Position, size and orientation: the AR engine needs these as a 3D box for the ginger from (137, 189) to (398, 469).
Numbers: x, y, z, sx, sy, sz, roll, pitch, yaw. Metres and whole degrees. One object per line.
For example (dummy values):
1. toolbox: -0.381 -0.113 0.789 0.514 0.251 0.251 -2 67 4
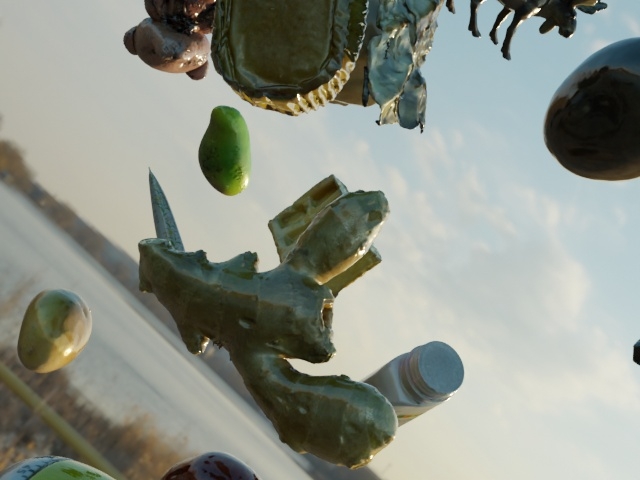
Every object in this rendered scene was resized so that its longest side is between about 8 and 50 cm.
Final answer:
1. ginger: -0.069 0.123 1.440 0.122 0.348 0.363 28 56 -69

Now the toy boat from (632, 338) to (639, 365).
1. toy boat: 0.592 0.197 1.828 0.140 0.066 0.059 11 -74 43

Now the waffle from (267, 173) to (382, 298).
1. waffle: 0.000 0.000 1.948 0.057 0.168 0.274 49 12 -35

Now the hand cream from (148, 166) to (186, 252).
1. hand cream: -0.256 -0.029 1.814 0.067 0.042 0.195 70 3 -64

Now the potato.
1. potato: -0.509 0.167 2.092 0.234 0.146 0.150 -139 -147 -76

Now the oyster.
1. oyster: 0.139 -0.321 1.633 0.107 0.355 0.201 -11 -26 26

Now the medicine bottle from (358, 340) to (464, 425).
1. medicine bottle: 0.160 0.308 2.223 0.324 0.179 0.124 -41 -121 54

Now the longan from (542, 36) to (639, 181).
1. longan: 0.618 -0.260 2.222 0.288 0.350 0.288 39 30 -28

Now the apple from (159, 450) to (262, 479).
1. apple: -0.182 0.471 1.883 0.234 0.234 0.234 42 -9 8

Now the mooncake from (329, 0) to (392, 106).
1. mooncake: 0.067 -0.460 2.289 0.200 0.379 0.378 24 2 -29

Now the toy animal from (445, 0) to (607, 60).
1. toy animal: 0.309 -0.349 1.576 0.214 0.186 0.094 26 25 -29

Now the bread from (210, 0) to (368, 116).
1. bread: -0.045 -0.315 1.614 0.227 0.254 0.142 9 1 11

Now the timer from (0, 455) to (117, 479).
1. timer: -0.298 0.419 1.363 0.285 0.285 0.285 42 -9 8

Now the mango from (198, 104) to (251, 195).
1. mango: -0.224 -0.212 2.555 0.111 0.125 0.233 -125 -156 -52

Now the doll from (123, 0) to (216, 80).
1. doll: -0.284 -0.463 2.282 0.201 0.303 0.156 16 42 -18
